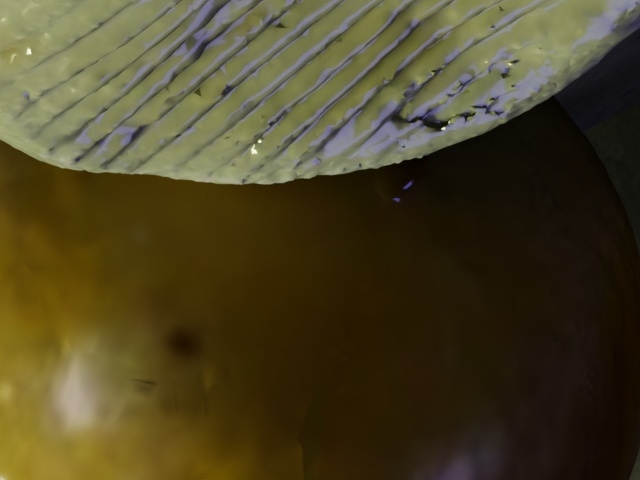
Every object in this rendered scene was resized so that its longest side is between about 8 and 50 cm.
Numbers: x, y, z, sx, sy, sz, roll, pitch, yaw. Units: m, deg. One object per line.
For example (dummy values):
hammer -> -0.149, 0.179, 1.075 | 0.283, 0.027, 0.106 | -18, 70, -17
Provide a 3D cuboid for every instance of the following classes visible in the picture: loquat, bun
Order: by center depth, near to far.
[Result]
bun -> -0.003, -0.109, 0.487 | 0.231, 0.133, 0.231 | -12, 155, -6
loquat -> -0.028, 0.014, 0.695 | 0.328, 0.328, 0.359 | -23, 143, -51
